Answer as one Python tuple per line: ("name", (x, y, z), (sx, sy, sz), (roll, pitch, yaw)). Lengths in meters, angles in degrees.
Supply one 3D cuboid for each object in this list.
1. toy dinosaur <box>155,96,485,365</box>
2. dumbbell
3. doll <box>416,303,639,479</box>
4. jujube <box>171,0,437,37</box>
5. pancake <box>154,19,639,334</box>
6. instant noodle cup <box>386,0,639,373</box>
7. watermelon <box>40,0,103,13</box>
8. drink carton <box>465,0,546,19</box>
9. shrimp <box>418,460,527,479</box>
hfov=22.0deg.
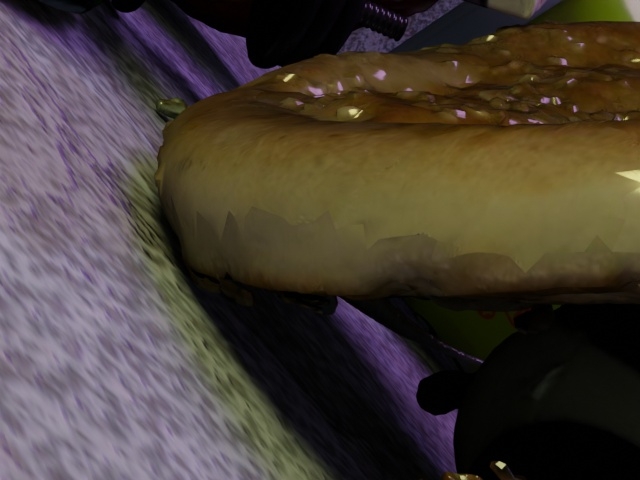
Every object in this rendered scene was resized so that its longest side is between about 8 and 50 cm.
("toy dinosaur", (-0.002, 0.001, 0.689), (0.180, 0.037, 0.058), (49, 10, -1))
("dumbbell", (-0.048, -0.149, 0.852), (0.208, 0.099, 0.099), (21, 16, -19))
("doll", (0.149, 0.111, 0.610), (0.234, 0.143, 0.135), (40, -21, -14))
("jujube", (-0.031, -0.278, 1.079), (0.276, 0.276, 0.377), (52, 6, 21))
("pancake", (0.130, -0.031, 0.562), (0.382, 0.382, 0.071), (-103, -167, -79))
("instant noodle cup", (0.167, -0.008, 0.981), (0.308, 0.294, 0.294), (58, 5, -1))
("watermelon", (-0.124, -0.258, 0.530), (0.319, 0.222, 0.292), (50, 1, -5))
("drink carton", (0.024, -0.194, 0.737), (0.222, 0.134, 0.102), (20, -50, 21))
("shrimp", (0.112, 0.159, 0.414), (0.267, 0.061, 0.145), (46, -3, -5))
